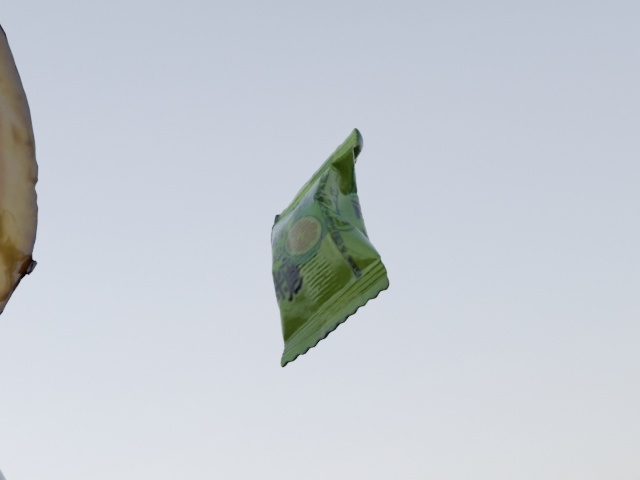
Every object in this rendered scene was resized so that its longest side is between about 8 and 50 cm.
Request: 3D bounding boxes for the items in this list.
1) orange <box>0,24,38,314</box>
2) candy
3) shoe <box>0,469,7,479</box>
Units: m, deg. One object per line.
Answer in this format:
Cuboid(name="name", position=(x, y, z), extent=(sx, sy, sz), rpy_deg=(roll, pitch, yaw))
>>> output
Cuboid(name="orange", position=(-0.250, -0.060, 0.399), extent=(0.310, 0.274, 0.274), rpy_deg=(1, -31, -21))
Cuboid(name="candy", position=(0.000, 0.000, 1.151), extent=(0.069, 0.246, 0.149), rpy_deg=(28, -58, -32))
Cuboid(name="shoe", position=(-0.180, 0.262, 0.687), extent=(0.124, 0.316, 0.159), rpy_deg=(-32, -46, -5))
